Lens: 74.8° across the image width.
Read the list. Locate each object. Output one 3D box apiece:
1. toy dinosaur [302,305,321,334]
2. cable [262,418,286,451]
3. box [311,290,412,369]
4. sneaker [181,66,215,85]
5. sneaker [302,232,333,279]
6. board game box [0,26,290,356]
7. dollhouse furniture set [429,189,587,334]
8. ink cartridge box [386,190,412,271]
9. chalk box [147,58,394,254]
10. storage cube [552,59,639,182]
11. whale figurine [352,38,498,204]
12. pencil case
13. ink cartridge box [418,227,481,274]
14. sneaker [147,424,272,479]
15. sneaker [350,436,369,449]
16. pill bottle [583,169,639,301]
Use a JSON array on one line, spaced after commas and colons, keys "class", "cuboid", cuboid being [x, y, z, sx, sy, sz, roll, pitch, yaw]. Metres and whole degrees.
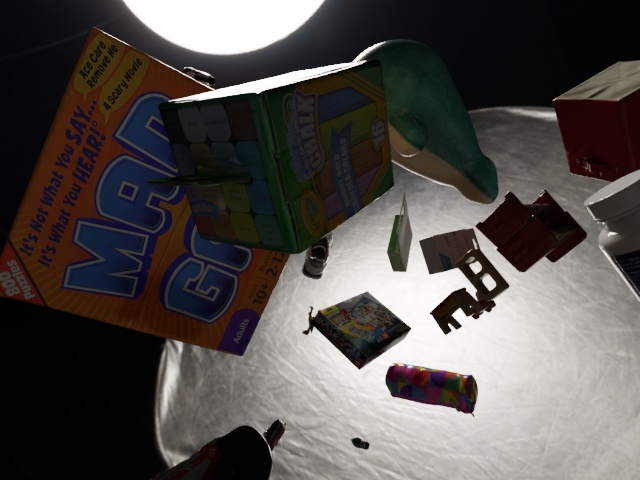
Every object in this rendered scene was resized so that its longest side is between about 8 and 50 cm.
[{"class": "toy dinosaur", "cuboid": [-0.025, 0.291, 1.530, 0.183, 0.053, 0.092, 112, 170, -56]}, {"class": "cable", "cuboid": [-0.181, 0.737, 1.446, 0.139, 0.072, 0.287, -49, 7, 21]}, {"class": "box", "cuboid": [0.108, 0.214, 1.046, 0.233, 0.159, 0.044, -10, -46, -52]}, {"class": "sneaker", "cuboid": [-0.326, -0.438, 1.124, 0.044, 0.040, 0.109, 23, 25, 21]}, {"class": "sneaker", "cuboid": [0.000, 0.000, 1.250, 0.090, 0.094, 0.235, 7, 51, -5]}, {"class": "board game box", "cuboid": [-0.257, -0.077, 0.734, 0.356, 0.356, 0.356, -65, 26, 5]}, {"class": "dollhouse furniture set", "cuboid": [0.437, 0.058, 1.052, 0.201, 0.152, 0.374, -6, -37, -42]}, {"class": "ink cartridge box", "cuboid": [0.264, -0.025, 1.414, 0.056, 0.235, 0.171, 1, 53, 24]}, {"class": "chalk box", "cuboid": [-0.044, -0.074, 0.381, 0.132, 0.132, 0.213, 10, 32, 38]}, {"class": "storage cube", "cuboid": [0.657, -0.255, 0.897, 0.215, 0.193, 0.183, -29, 22, -2]}, {"class": "whale figurine", "cuboid": [0.154, -0.169, 0.585, 0.141, 0.272, 0.216, -53, -5, 28]}, {"class": "pencil case", "cuboid": [0.287, 0.382, 1.091, 0.236, 0.104, 0.104, -2, 25, 38]}, {"class": "ink cartridge box", "cuboid": [0.374, 0.029, 1.193, 0.180, 0.104, 0.060, -9, -10, -35]}, {"class": "sneaker", "cuboid": [-0.159, 0.287, 0.385, 0.145, 0.090, 0.270, -38, -6, 20]}, {"class": "sneaker", "cuboid": [0.138, 0.786, 1.636, 0.069, 0.098, 0.038, -4, 52, 51]}, {"class": "pill bottle", "cuboid": [0.359, 0.012, 0.436, 0.094, 0.169, 0.094, -34, -4, -3]}]
